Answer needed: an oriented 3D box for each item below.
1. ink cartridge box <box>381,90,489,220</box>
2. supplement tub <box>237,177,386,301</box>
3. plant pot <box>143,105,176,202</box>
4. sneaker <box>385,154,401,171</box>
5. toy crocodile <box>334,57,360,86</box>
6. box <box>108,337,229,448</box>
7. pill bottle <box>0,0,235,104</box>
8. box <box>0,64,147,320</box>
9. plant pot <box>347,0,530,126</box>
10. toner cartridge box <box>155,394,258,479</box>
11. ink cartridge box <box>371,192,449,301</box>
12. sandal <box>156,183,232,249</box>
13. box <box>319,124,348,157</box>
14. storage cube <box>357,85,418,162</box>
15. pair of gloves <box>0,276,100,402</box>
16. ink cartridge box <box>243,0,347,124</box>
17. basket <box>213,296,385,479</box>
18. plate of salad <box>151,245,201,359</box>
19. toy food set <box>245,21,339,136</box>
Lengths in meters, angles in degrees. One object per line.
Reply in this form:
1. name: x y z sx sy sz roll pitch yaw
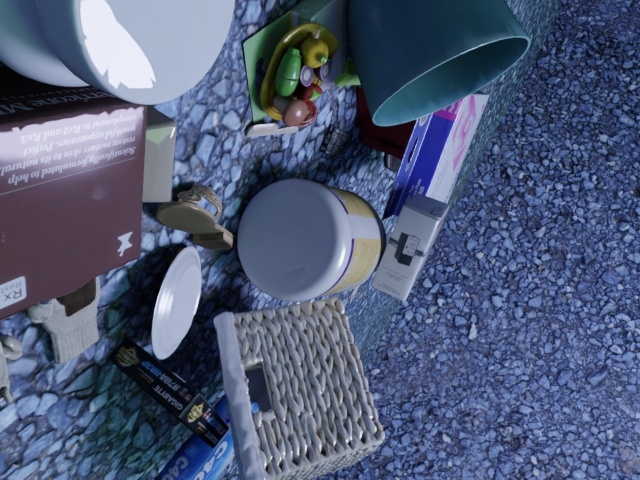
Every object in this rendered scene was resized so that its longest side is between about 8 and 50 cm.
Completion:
1. ink cartridge box: 0.290 -0.209 1.287 0.330 0.071 0.324 -27 139 -57
2. supplement tub: 0.000 0.000 1.138 0.241 0.241 0.331 -66 159 9
3. plant pot: -0.250 -0.107 0.637 0.096 0.109 0.109 -19 134 -44
4. sneaker: 0.302 -0.311 1.569 0.106 0.163 0.281 -36 146 -49
5. toy crocodile: 0.174 -0.399 1.154 0.341 0.105 0.115 -29 -176 -31
6. box: -0.265 0.279 0.946 0.051 0.175 0.220 -50 156 -24
7. pill bottle: -0.207 -0.205 0.368 0.162 0.279 0.162 -49 156 -31
8. box: -0.286 -0.065 0.456 0.168 0.203 0.167 -34 144 -53
9. plant pot: 0.183 -0.379 0.939 0.293 0.235 0.293 -22 175 -2
10. toner cartridge box: -0.293 0.553 1.343 0.348 0.075 0.165 -49 156 -32
11. ink cartridge box: 0.206 0.010 1.193 0.153 0.087 0.208 -35 147 -64
12. sandal: -0.203 -0.052 0.874 0.240 0.088 0.079 66 23 -72
13. box: 0.032 -0.233 1.241 0.083 0.018 0.067 -3 118 -66
14. storage cube: 0.217 -0.340 1.315 0.215 0.184 0.193 -53 156 -23
15. pair of gloves: -0.383 0.120 0.675 0.240 0.042 0.204 -33 144 -51
16. ink cartridge box: -0.035 -0.324 0.934 0.235 0.056 0.171 -52 157 -32
17. basket: -0.065 0.334 1.099 0.267 0.328 0.331 -9 151 -15
18. plate of salad: -0.255 0.105 0.912 0.200 0.048 0.199 13 90 -85
19. toy food set: -0.031 -0.255 0.904 0.128 0.071 0.217 -8 135 -43
